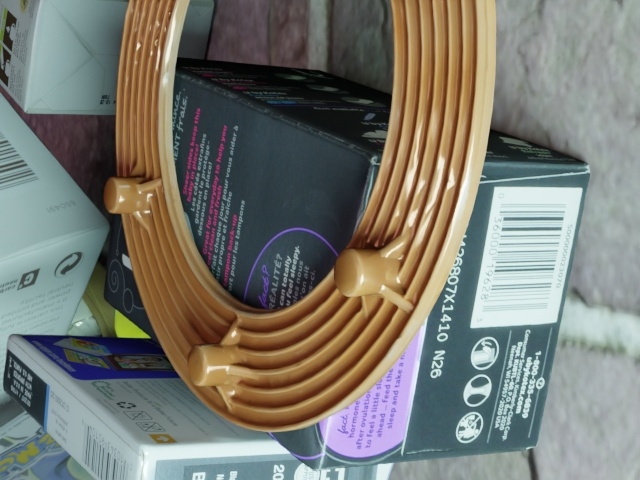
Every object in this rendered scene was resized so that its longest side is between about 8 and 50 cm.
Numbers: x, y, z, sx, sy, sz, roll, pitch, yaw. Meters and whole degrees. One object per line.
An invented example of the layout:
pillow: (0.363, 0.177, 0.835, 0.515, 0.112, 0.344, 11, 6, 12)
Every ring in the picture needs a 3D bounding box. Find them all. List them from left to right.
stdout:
ring: (-0.034, -0.075, 0.670, 0.337, 0.032, 0.336, -3, 87, 56)

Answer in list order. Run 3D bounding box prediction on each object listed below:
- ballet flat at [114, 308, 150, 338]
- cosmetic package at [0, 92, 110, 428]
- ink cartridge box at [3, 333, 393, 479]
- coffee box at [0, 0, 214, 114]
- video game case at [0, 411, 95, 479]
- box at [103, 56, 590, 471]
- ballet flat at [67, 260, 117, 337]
ballet flat: (-0.084, 0.008, 0.976, 0.077, 0.077, 0.231, 45, 124, 28)
cosmetic package: (-0.360, 0.081, 1.144, 0.230, 0.161, 0.453, 47, 133, 21)
ink cartridge box: (-0.055, 0.101, 0.806, 0.206, 0.208, 0.045, 23, 108, 56)
coffee box: (-0.206, -0.189, 1.098, 0.246, 0.141, 0.098, 41, 125, 49)
video game case: (-0.171, 0.178, 0.908, 0.300, 0.329, 0.036, 13, 131, 57)
box: (0.000, 0.000, 0.774, 0.270, 0.143, 0.165, 29, 114, 53)
ballet flat: (-0.188, 0.095, 1.143, 0.232, 0.073, 0.080, 55, 137, 42)
